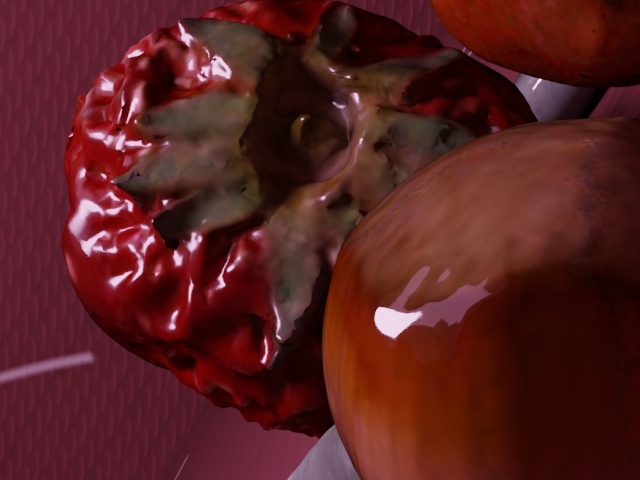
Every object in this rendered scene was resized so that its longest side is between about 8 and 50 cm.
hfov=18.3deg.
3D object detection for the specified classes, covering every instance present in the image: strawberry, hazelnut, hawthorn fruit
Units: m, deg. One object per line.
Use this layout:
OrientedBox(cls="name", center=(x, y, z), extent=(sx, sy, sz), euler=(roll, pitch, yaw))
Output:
OrientedBox(cls="strawberry", center=(0.000, 0.000, 1.345), extent=(0.345, 0.318, 0.295), euler=(77, -177, -73))
OrientedBox(cls="hazelnut", center=(0.087, 0.055, 0.732), extent=(0.214, 0.176, 0.214), euler=(7, -90, -78))
OrientedBox(cls="hawthorn fruit", center=(0.171, -0.191, 1.196), extent=(0.224, 0.224, 0.261), euler=(-58, 18, 11))

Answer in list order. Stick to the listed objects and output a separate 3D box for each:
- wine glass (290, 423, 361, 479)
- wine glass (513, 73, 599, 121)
OrientedBox(cls="wine glass", center=(-0.078, 0.153, 1.213), extent=(0.096, 0.264, 0.309), euler=(-52, -1, -44))
OrientedBox(cls="wine glass", center=(0.192, -0.143, 1.451), extent=(0.198, 0.066, 0.066), euler=(-56, 6, 30))
